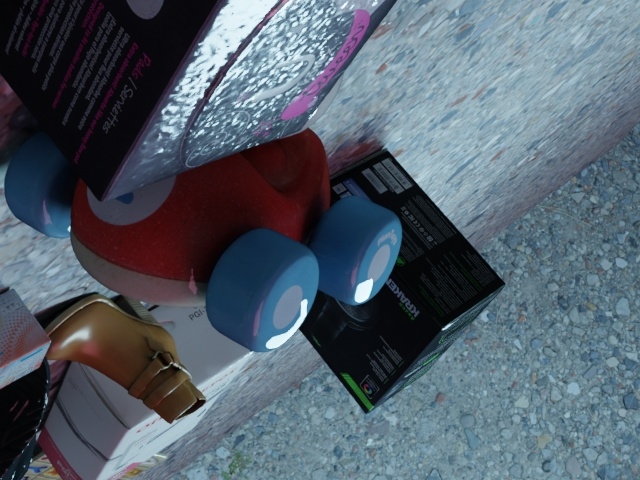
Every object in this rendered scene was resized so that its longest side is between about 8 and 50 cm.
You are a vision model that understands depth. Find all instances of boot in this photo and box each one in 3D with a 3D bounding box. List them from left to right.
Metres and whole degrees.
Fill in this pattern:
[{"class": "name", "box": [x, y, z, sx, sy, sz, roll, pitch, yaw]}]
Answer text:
[{"class": "boot", "box": [-0.340, 0.196, 1.075, 0.207, 0.094, 0.246, -129, -120, -80]}, {"class": "boot", "box": [-0.203, 0.133, 1.089, 0.073, 0.152, 0.197, -43, 168, 22]}]

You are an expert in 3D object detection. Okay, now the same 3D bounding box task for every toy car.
[{"class": "toy car", "box": [-0.059, -0.090, 0.683, 0.210, 0.219, 0.238, -21, 131, -54]}]

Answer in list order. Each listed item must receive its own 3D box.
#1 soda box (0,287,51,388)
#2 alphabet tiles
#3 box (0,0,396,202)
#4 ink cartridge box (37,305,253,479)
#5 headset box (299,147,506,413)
[{"class": "soda box", "box": [-0.321, 0.113, 0.868, 0.183, 0.063, 0.058, -30, 166, -38]}, {"class": "alphabet tiles", "box": [-0.382, 0.361, 1.567, 0.237, 0.009, 0.198, -33, 146, 22]}, {"class": "box", "box": [-0.037, -0.158, 0.480, 0.163, 0.142, 0.247, -26, 164, -47]}, {"class": "ink cartridge box", "box": [-0.236, 0.204, 1.362, 0.207, 0.117, 0.283, -30, 166, -35]}, {"class": "headset box", "box": [0.073, 0.065, 1.418, 0.131, 0.246, 0.283, -29, 163, -34]}]
